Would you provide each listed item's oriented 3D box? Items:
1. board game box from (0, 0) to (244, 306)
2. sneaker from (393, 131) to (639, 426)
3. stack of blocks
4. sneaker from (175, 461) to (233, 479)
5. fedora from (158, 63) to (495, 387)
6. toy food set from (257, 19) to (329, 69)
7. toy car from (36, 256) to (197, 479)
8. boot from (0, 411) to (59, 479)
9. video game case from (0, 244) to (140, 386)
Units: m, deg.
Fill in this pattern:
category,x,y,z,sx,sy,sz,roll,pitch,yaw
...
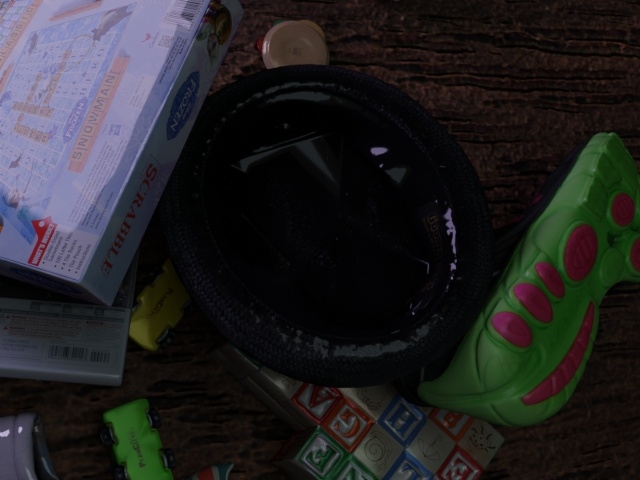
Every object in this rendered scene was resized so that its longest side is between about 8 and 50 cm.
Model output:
category,x,y,z,sx,sy,sz,roll,pitch,yaw
board game box,-0.275,-0.126,1.090,0.318,0.066,0.319,15,71,22
sneaker,0.224,0.022,1.246,0.483,0.202,0.185,-38,111,-47
stack of blocks,0.026,0.181,1.219,0.297,0.087,0.171,43,67,-7
sneaker,-0.085,0.301,1.172,0.075,0.057,0.161,-26,86,-17
fedora,0.000,0.000,1.116,0.334,0.152,0.334,3,64,-6
toy food set,-0.030,-0.212,1.313,0.082,0.020,0.083,-7,82,-21
toy car,-0.208,0.150,1.160,0.239,0.053,0.225,-18,86,-21
boot,-0.293,0.288,1.065,0.123,0.095,0.258,-11,82,-1
video game case,-0.277,0.055,1.115,0.190,0.022,0.173,5,53,-6
